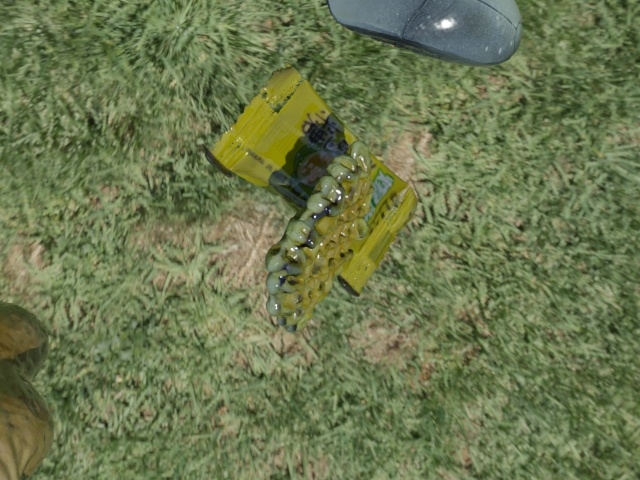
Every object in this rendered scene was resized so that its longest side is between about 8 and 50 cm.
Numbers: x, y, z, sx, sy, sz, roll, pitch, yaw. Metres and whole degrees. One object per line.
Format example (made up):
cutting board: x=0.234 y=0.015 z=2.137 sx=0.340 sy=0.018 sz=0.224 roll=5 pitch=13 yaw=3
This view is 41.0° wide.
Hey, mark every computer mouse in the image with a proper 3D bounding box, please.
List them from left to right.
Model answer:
computer mouse: x=0.104 y=-0.250 z=0.872 sx=0.229 sy=0.068 sz=0.113 roll=18 pitch=77 yaw=-3

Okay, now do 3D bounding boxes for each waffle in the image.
waffle: x=-0.002 y=-0.002 z=1.022 sx=0.054 sy=0.204 sz=0.223 roll=28 pitch=66 yaw=15

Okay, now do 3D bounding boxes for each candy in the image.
candy: x=0.002 y=-0.083 z=1.189 sx=0.297 sy=0.081 sz=0.187 roll=42 pitch=76 yaw=-20

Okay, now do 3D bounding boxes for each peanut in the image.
peanut: x=-0.299 y=0.141 z=0.765 sx=0.101 sy=0.263 sz=0.117 roll=-36 pitch=125 yaw=7
